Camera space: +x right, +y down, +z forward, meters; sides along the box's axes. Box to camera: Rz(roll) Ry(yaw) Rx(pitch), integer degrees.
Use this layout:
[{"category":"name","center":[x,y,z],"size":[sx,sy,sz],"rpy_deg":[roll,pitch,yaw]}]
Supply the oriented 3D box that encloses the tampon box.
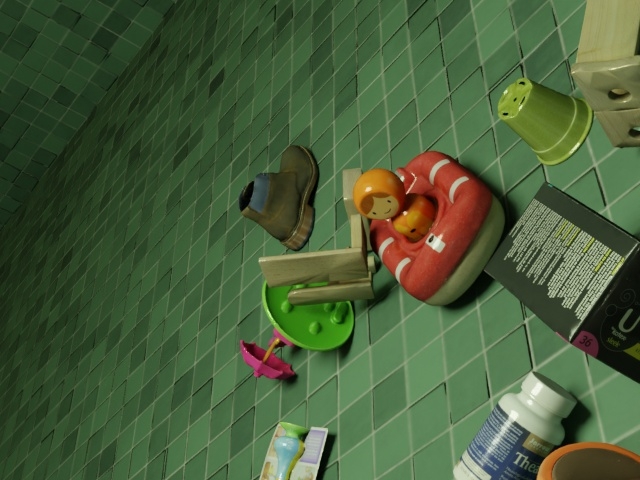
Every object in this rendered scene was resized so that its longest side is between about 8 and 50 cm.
[{"category":"tampon box","center":[0.244,0.039,0.941],"size":[0.101,0.120,0.161],"rpy_deg":[-57,26,9]}]

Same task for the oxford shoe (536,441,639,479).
[{"category":"oxford shoe","center":[0.256,0.298,0.714],"size":[0.363,0.130,0.133],"rpy_deg":[-119,27,-53]}]

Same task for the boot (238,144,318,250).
[{"category":"boot","center":[-0.067,-0.090,1.666],"size":[0.082,0.106,0.219],"rpy_deg":[-45,31,32]}]

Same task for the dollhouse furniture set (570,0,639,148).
[{"category":"dollhouse furniture set","center":[0.348,-0.177,0.995],"size":[0.184,0.129,0.129],"rpy_deg":[-2,60,34]}]

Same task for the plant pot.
[{"category":"plant pot","center":[0.237,-0.136,1.176],"size":[0.083,0.079,0.083],"rpy_deg":[-43,30,34]}]

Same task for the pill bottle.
[{"category":"pill bottle","center":[0.179,0.181,0.985],"size":[0.120,0.067,0.067],"rpy_deg":[-58,26,9]}]

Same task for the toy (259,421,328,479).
[{"category":"toy","center":[-0.072,0.333,1.318],"size":[0.137,0.056,0.237],"rpy_deg":[-11,55,60]}]

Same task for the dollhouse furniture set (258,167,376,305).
[{"category":"dollhouse furniture set","center":[0.000,0.000,1.366],"size":[0.123,0.144,0.151],"rpy_deg":[-6,53,8]}]

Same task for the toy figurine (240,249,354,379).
[{"category":"toy figurine","center":[-0.041,0.112,1.439],"size":[0.159,0.130,0.173],"rpy_deg":[-50,5,44]}]

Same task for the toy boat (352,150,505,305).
[{"category":"toy boat","center":[0.103,-0.031,1.238],"size":[0.151,0.151,0.231],"rpy_deg":[-58,26,10]}]
